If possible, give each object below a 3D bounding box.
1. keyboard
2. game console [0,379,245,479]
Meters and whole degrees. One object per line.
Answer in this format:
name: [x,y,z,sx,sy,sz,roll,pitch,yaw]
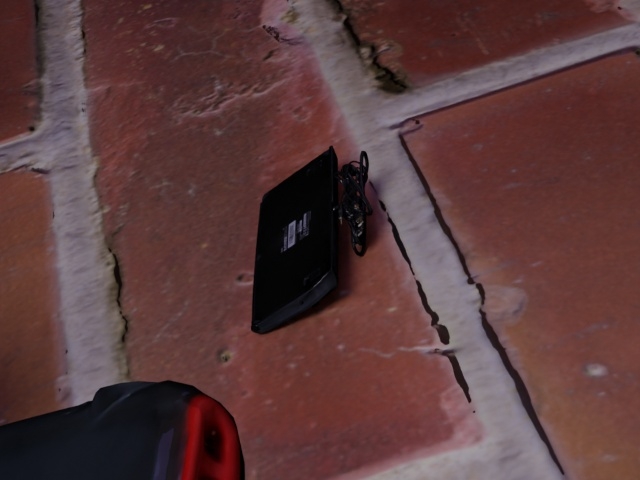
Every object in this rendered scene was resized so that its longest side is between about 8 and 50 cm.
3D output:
keyboard: [0.000,0.000,1.230,0.100,0.038,0.192,-34,25,19]
game console: [-0.175,0.223,0.492,0.386,0.060,0.342,-18,55,49]
